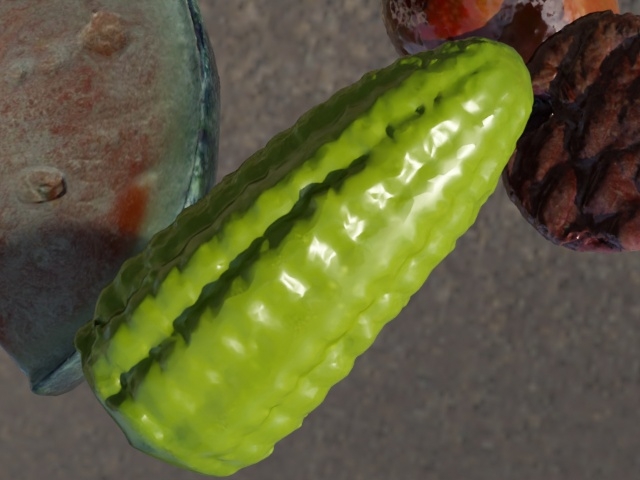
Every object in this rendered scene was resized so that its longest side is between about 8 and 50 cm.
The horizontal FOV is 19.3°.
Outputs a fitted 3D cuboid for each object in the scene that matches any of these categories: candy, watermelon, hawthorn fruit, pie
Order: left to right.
[{"bbox_3d":[-0.162,-0.058,1.088,0.226,0.318,0.148,-2,165,7],"label":"watermelon"},{"bbox_3d":[0.000,0.000,0.731,0.209,0.097,0.097,-44,124,14],"label":"candy"},{"bbox_3d":[0.134,-0.125,1.209,0.162,0.162,0.203,-21,103,43],"label":"hawthorn fruit"},{"bbox_3d":[0.171,-0.061,1.076,0.153,0.153,0.038,-10,166,34],"label":"pie"}]
